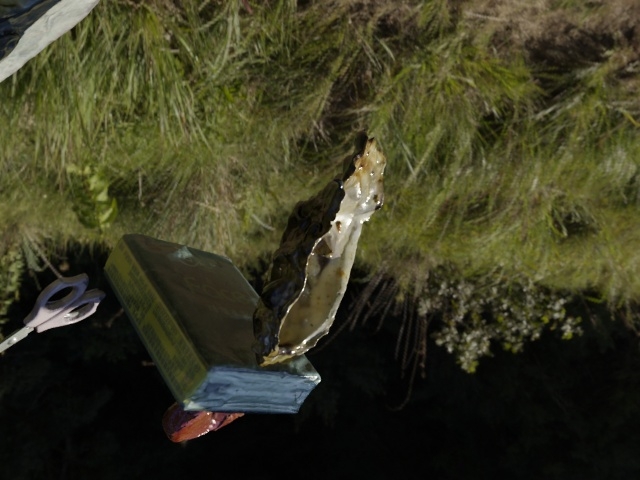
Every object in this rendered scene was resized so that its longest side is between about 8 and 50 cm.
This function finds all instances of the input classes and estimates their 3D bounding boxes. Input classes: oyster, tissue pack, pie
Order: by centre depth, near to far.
[{"bbox_3d":[-0.003,0.007,0.428,0.056,0.105,0.177,23,104,9],"label":"oyster"},{"bbox_3d":[-0.141,0.105,0.784,0.185,0.257,0.081,20,109,-48],"label":"tissue pack"},{"bbox_3d":[-0.156,0.244,0.952,0.182,0.049,0.182,-29,160,-12],"label":"pie"}]

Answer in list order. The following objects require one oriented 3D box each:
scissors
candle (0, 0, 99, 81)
[{"bbox_3d":[-0.338,0.104,0.711,0.189,0.015,0.100,-34,158,-13],"label":"scissors"},{"bbox_3d":[-0.246,-0.146,0.420,0.168,0.192,0.068,-19,110,47],"label":"candle"}]
